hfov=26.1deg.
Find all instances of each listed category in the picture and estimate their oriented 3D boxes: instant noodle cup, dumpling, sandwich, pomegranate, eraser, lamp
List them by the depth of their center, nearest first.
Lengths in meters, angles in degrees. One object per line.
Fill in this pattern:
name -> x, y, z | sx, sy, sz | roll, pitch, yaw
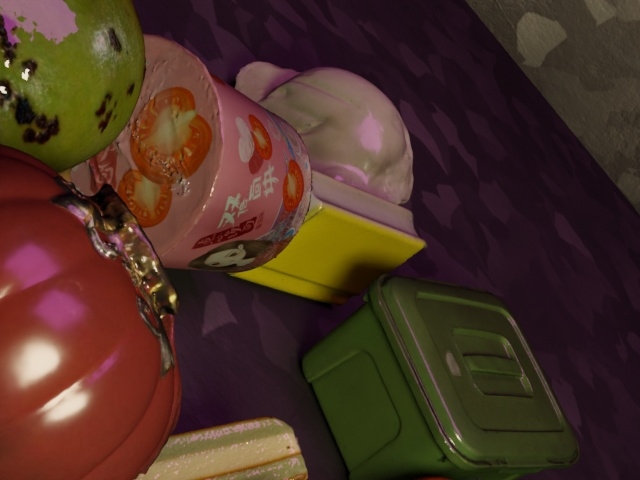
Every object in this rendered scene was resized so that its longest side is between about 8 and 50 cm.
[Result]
lamp -> -0.241, 0.070, 1.053 | 0.303, 0.257, 0.303 | 54, -12, 17
pomegranate -> -0.286, -0.128, 1.237 | 0.291, 0.291, 0.323 | -4, 70, -60
sandwich -> -0.109, 0.210, 1.281 | 0.163, 0.113, 0.079 | 16, 44, -50
instant noodle cup -> -0.144, -0.071, 1.449 | 0.231, 0.243, 0.243 | 17, 43, -60
eraser -> 0.000, 0.000, 1.664 | 0.226, 0.158, 0.069 | 20, 43, -49
dumpling -> -0.009, -0.132, 1.856 | 0.227, 0.243, 0.175 | -35, 129, -47

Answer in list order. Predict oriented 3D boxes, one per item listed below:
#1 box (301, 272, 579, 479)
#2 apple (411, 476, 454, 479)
box -> 0.139, 0.188, 1.654 | 0.329, 0.178, 0.252 | 15, 47, -55
apple -> 0.117, 0.331, 1.461 | 0.163, 0.163, 0.139 | 56, 16, 5
